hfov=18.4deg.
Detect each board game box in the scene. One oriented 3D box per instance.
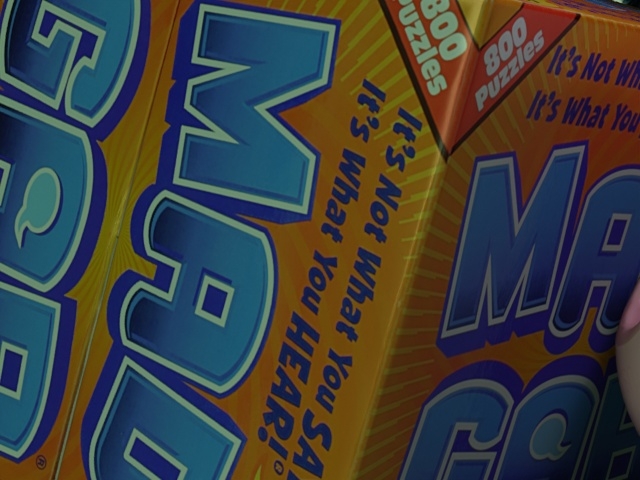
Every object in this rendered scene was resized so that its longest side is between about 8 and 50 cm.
[{"bbox_3d":[0.000,0.000,1.156,0.356,0.356,0.356,23,103,34],"label":"board game box"}]

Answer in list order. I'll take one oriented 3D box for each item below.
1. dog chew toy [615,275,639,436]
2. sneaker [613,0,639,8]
[{"bbox_3d":[0.325,0.089,1.033,0.332,0.206,0.206,30,97,-1],"label":"dog chew toy"},{"bbox_3d":[0.202,-0.215,1.277,0.081,0.080,0.211,31,96,32],"label":"sneaker"}]
